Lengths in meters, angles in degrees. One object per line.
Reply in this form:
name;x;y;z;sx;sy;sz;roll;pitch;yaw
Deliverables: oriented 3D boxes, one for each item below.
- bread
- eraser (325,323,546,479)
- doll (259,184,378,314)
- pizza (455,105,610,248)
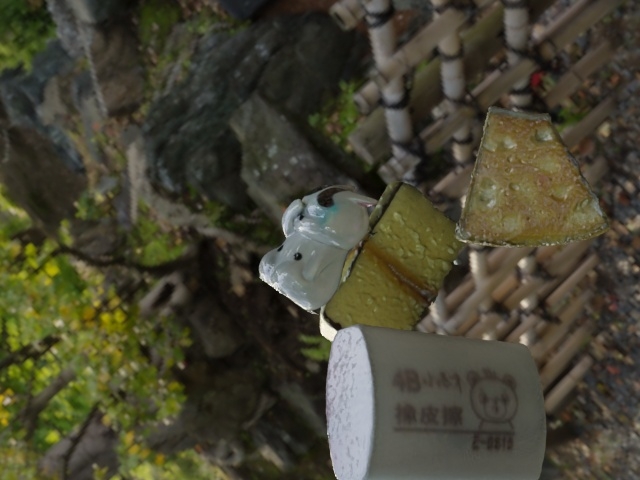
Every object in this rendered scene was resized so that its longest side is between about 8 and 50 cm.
bread;0.096;0.047;1.607;0.142;0.266;0.178;16;159;46
eraser;0.139;0.197;1.178;0.270;0.174;0.095;10;160;-33
doll;-0.005;0.005;1.347;0.107;0.180;0.110;22;-174;-34
pizza;0.296;-0.077;1.360;0.204;0.188;0.080;9;-175;15
